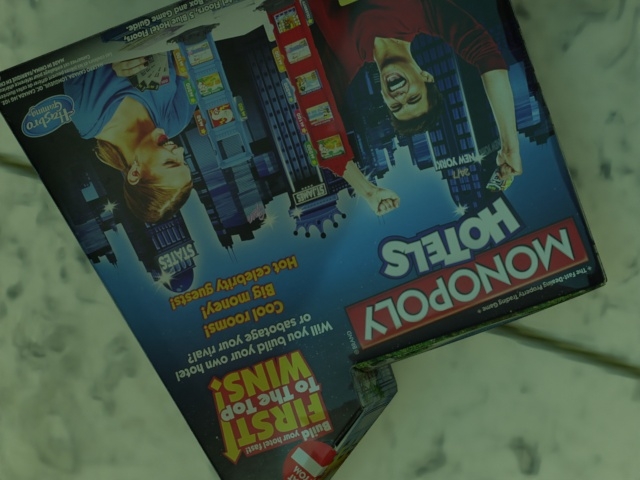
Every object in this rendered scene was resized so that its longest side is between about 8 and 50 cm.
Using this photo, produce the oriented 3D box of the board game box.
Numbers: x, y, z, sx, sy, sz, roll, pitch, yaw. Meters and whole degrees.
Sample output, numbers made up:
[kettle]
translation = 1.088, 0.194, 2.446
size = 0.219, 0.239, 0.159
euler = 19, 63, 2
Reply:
[board game box]
translation = 0.000, 0.000, 0.660
size = 0.194, 0.060, 0.194
euler = -19, 87, 15
